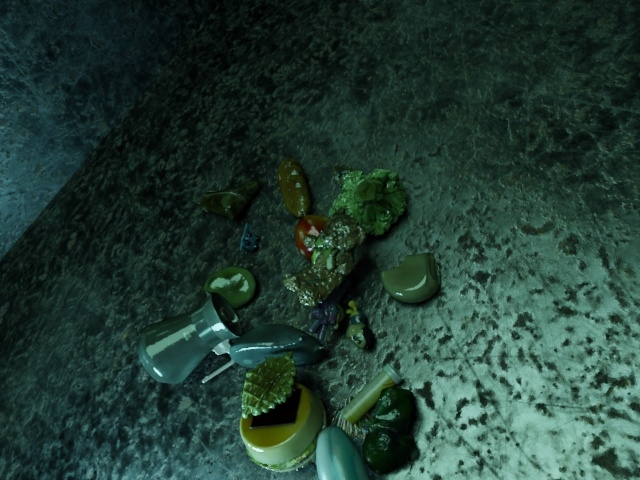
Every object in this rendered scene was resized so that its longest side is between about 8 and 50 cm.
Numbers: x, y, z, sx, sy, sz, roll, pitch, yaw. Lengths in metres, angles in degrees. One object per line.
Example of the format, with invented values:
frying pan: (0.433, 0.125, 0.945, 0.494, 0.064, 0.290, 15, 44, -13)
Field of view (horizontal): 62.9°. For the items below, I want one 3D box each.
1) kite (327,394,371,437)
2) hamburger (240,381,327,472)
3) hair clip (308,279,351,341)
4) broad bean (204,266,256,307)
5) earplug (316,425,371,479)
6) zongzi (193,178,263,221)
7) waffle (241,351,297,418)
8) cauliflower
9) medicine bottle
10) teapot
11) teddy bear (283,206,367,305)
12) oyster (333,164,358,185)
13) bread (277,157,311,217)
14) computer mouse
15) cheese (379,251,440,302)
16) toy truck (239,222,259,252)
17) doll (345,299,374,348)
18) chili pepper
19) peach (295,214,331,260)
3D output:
kite: (0.099, 0.594, 1.695, 0.241, 0.014, 0.183, -1, 65, 26)
hamburger: (-0.118, 0.602, 1.693, 0.300, 0.176, 0.300, -20, 37, 15)
hair clip: (0.033, 0.216, 1.843, 0.090, 0.137, 0.278, -21, 35, 36)
broad bean: (-0.362, 0.186, 2.121, 0.228, 0.100, 0.169, 18, 81, 22)
earplug: (0.071, 0.702, 1.522, 0.185, 0.185, 0.324, -27, 61, 13)
zongzi: (-0.408, -0.209, 2.366, 0.247, 0.111, 0.241, 16, 55, 40)
waffle: (-0.169, 0.466, 1.698, 0.207, 0.054, 0.214, -23, 33, 8)
cauliflower: (0.179, -0.152, 1.903, 0.272, 0.250, 0.275, 12, 75, 7)
medicine bottle: (0.163, 0.494, 1.672, 0.218, 0.074, 0.074, -44, 53, -2)
teapot: (-0.481, 0.388, 1.990, 0.344, 0.253, 0.300, -33, 92, 6)
teddy bear: (0.015, 0.055, 1.779, 0.296, 0.223, 0.246, -28, 38, -21)
oyster: (0.097, -0.274, 2.147, 0.103, 0.051, 0.148, -48, 42, -12)
bread: (-0.099, -0.206, 2.196, 0.124, 0.084, 0.344, -43, 49, 29)
computer mouse: (-0.148, 0.366, 1.848, 0.370, 0.188, 0.122, -9, 53, 24)
cheese: (0.303, 0.129, 1.791, 0.202, 0.091, 0.175, -10, 58, 23)
toy truck: (-0.299, -0.017, 2.217, 0.074, 0.063, 0.136, -19, 51, 42)
doll: (0.125, 0.299, 1.800, 0.088, 0.102, 0.179, -9, 49, -22)
chili pepper: (0.217, 0.576, 1.567, 0.116, 0.148, 0.265, 8, 74, 53)
peach: (0.000, 0.000, 1.969, 0.197, 0.197, 0.197, -13, 59, 22)
